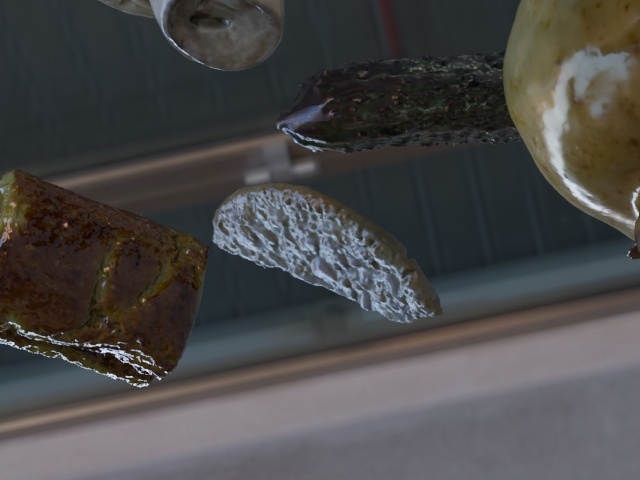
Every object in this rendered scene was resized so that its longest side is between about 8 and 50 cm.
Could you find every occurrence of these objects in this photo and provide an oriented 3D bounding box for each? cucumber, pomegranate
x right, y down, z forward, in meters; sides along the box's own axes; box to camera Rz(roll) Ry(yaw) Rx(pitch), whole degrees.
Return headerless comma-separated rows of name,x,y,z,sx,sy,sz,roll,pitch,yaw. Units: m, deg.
cucumber,0.123,-0.134,1.762,0.096,0.359,0.096,14,106,63
pomegranate,0.320,-0.121,1.549,0.342,0.342,0.342,-12,-90,-85

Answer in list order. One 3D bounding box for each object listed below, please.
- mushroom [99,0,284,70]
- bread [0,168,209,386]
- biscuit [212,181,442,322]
mushroom,-0.062,-0.218,1.178,0.260,0.254,0.234,51,-155,-65
bread,-0.182,0.032,1.441,0.103,0.172,0.132,-8,64,68
biscuit,0.001,-0.001,1.902,0.038,0.290,0.141,-50,-32,-30
